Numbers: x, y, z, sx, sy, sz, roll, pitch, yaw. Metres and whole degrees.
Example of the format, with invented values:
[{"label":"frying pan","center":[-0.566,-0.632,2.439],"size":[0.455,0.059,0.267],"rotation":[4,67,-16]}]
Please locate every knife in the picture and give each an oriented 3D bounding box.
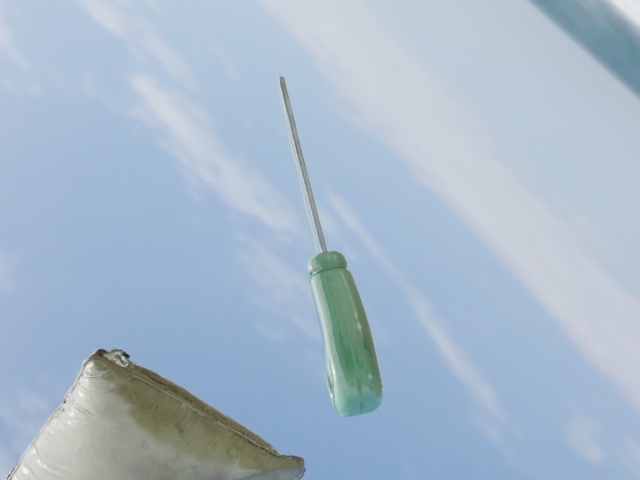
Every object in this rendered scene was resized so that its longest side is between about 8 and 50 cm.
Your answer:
[{"label":"knife","center":[0.000,0.001,0.823],"size":[0.063,0.034,0.260],"rotation":[85,173,-58]}]

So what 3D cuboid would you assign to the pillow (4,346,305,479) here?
[{"label":"pillow","center":[-0.152,0.202,0.971],"size":[0.185,0.302,0.075],"rotation":[30,-136,-10]}]
